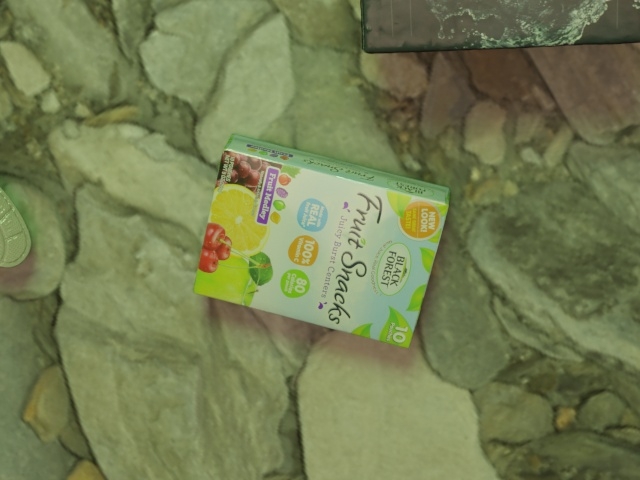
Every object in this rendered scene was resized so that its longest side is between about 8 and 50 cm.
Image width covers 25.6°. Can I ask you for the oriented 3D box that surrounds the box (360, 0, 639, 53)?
[{"bbox_3d":[0.099,-0.188,0.765,0.158,0.093,0.156,-1,109,7],"label":"box"}]

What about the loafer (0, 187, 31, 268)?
[{"bbox_3d":[-0.237,-0.030,0.901,0.125,0.039,0.045,41,77,-11],"label":"loafer"}]

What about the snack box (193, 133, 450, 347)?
[{"bbox_3d":[0.000,0.000,0.875,0.141,0.037,0.100,15,112,2],"label":"snack box"}]
